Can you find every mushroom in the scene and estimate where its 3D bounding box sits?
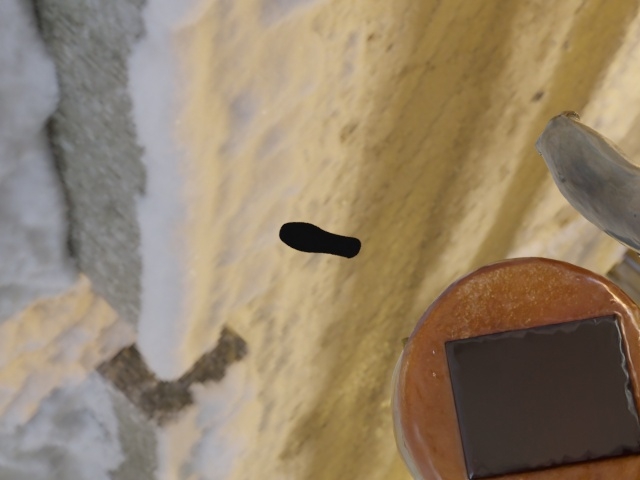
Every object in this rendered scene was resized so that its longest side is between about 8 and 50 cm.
[{"bbox_3d":[0.374,-0.044,1.341,0.097,0.351,0.109,-11,125,-32],"label":"mushroom"}]

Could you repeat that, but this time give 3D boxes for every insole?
[{"bbox_3d":[0.000,0.000,1.634,0.135,0.002,0.045,12,108,-28],"label":"insole"}]

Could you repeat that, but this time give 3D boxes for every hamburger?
[{"bbox_3d":[0.204,0.157,1.129,0.291,0.291,0.225,-45,166,-7],"label":"hamburger"}]

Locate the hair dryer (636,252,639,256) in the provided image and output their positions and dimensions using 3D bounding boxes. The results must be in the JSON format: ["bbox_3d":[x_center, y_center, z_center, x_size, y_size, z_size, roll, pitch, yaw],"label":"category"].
[{"bbox_3d":[0.641,0.110,1.707,0.123,0.312,0.340,-56,144,-26],"label":"hair dryer"}]
